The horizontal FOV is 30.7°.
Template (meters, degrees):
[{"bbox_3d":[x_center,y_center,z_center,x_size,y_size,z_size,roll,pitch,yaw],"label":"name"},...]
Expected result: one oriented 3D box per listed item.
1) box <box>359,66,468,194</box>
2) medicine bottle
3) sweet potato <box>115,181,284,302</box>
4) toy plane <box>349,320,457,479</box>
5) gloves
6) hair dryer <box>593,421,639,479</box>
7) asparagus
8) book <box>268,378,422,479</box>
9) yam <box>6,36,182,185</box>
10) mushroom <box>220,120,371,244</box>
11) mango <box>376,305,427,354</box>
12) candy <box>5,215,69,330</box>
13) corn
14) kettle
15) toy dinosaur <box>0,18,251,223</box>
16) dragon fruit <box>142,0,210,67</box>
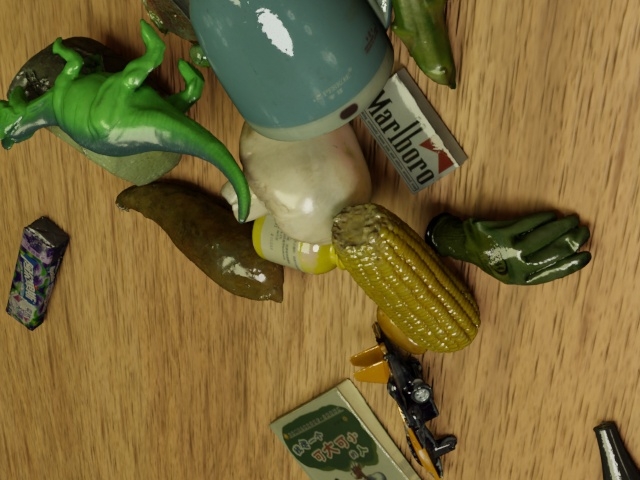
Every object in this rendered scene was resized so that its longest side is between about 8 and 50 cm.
[{"bbox_3d":[0.137,-0.170,1.826,0.115,0.036,0.177,-33,94,45],"label":"box"},{"bbox_3d":[0.000,0.000,1.982,0.213,0.122,0.121,17,126,30],"label":"medicine bottle"},{"bbox_3d":[-0.222,-0.017,2.151,0.423,0.130,0.130,31,132,25],"label":"sweet potato"},{"bbox_3d":[0.170,0.304,2.052,0.103,0.204,0.316,-31,115,7],"label":"toy plane"},{"bbox_3d":[0.285,0.011,1.781,0.268,0.107,0.135,2,148,35],"label":"gloves"},{"bbox_3d":[0.548,0.372,1.836,0.219,0.075,0.195,-14,98,32],"label":"hair dryer"},{"bbox_3d":[0.134,-0.343,1.632,0.085,0.082,0.343,9,147,25],"label":"asparagus"},{"bbox_3d":[0.081,0.462,2.268,0.371,0.043,0.260,52,136,-1],"label":"book"},{"bbox_3d":[-0.381,-0.231,2.091,0.271,0.202,0.201,42,95,20],"label":"yam"},{"bbox_3d":[-0.048,-0.099,1.855,0.234,0.260,0.254,-27,115,22],"label":"mushroom"},{"bbox_3d":[0.144,0.147,2.003,0.114,0.060,0.080,44,138,3],"label":"mango"},{"bbox_3d":[-0.633,0.078,2.584,0.088,0.061,0.312,38,134,11],"label":"candy"},{"bbox_3d":[0.135,0.058,1.818,0.131,0.131,0.344,3,149,38],"label":"corn"},{"bbox_3d":[-0.043,-0.361,1.633,0.247,0.320,0.342,52,177,47],"label":"kettle"},{"bbox_3d":[-0.343,-0.147,1.858,0.375,0.144,0.499,-30,55,9],"label":"toy dinosaur"},{"bbox_3d":[-0.182,-0.423,1.842,0.268,0.130,0.295,22,135,25],"label":"dragon fruit"}]
